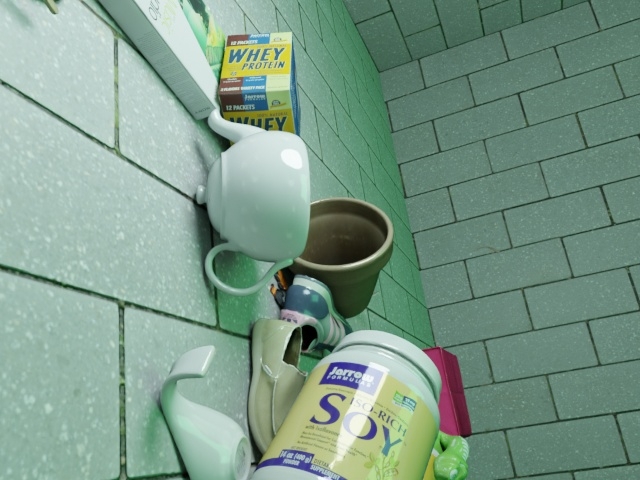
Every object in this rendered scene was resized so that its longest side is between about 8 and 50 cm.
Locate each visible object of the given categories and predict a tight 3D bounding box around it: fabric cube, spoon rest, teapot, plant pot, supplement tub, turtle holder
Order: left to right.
[{"bbox_3d":[-0.162,0.269,0.823,0.137,0.084,0.276,-73,157,-58],"label":"spoon rest"},{"bbox_3d":[-0.125,-0.072,1.029,0.256,0.187,0.252,-109,-159,-56],"label":"teapot"},{"bbox_3d":[0.039,0.060,1.377,0.263,0.263,0.229,-84,172,-49],"label":"plant pot"},{"bbox_3d":[0.054,0.332,0.938,0.331,0.241,0.240,-55,131,-45],"label":"supplement tub"},{"bbox_3d":[0.216,0.554,1.352,0.227,0.321,0.243,-31,114,-46],"label":"turtle holder"},{"bbox_3d":[0.288,0.474,1.722,0.258,0.254,0.258,37,41,-64],"label":"fabric cube"}]

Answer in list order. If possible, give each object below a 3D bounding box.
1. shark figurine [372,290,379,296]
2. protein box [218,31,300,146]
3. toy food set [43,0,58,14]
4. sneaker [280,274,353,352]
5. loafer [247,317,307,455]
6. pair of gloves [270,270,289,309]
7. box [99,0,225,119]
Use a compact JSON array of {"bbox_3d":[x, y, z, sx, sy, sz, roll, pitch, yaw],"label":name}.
[{"bbox_3d":[0.092,0.115,1.655,0.166,0.116,0.278,-84,151,-46],"label":"shark figurine"},{"bbox_3d":[-0.117,-0.287,1.198,0.201,0.136,0.199,84,4,-51],"label":"protein box"},{"bbox_3d":[-0.372,-0.383,0.760,0.192,0.039,0.132,-95,168,-45],"label":"toy food set"},{"bbox_3d":[-0.013,0.208,1.310,0.131,0.112,0.319,-65,146,-27],"label":"sneaker"},{"bbox_3d":[-0.072,0.262,1.048,0.102,0.092,0.268,44,35,-59],"label":"loafer"},{"bbox_3d":[-0.086,0.107,1.270,0.083,0.010,0.074,-82,152,-49],"label":"pair of gloves"},{"bbox_3d":[-0.275,-0.406,1.030,0.322,0.059,0.232,55,27,-52],"label":"box"}]
